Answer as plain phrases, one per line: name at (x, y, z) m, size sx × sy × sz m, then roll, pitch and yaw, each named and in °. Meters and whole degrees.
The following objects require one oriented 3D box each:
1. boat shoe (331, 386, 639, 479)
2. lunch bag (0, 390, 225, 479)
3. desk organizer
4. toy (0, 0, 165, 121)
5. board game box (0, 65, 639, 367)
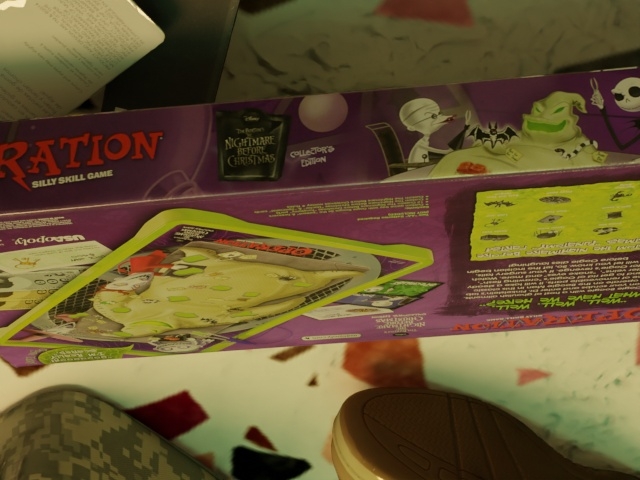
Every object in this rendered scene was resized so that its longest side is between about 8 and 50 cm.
boat shoe at (0.118, 0.173, 0.686) m, size 0.285 × 0.104 × 0.089 m, roll 26°, pitch 122°, yaw -21°
lunch bag at (-0.180, 0.272, 0.670) m, size 0.305 × 0.256 × 0.212 m, roll -35°, pitch 122°, yaw 24°
desk organizer at (-0.064, -0.086, 0.508) m, size 0.047 × 0.050 × 0.130 m, roll 12°, pitch 128°, yaw -9°
toy at (-0.189, -0.082, 0.504) m, size 0.237 × 0.056 × 0.137 m, roll -29°, pitch 120°, yaw 32°
board game box at (0.000, 0.000, 0.523) m, size 0.347 × 0.056 × 0.208 m, roll -4°, pitch 155°, yaw 3°
